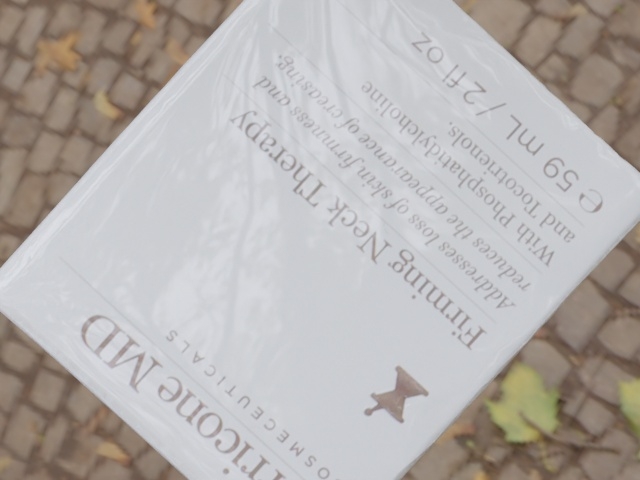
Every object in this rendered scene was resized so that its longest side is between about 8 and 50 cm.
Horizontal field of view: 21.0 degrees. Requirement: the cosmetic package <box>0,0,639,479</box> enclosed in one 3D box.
[{"bbox_3d":[0.000,0.000,1.405,0.329,0.327,0.393,42,90,-1],"label":"cosmetic package"}]
